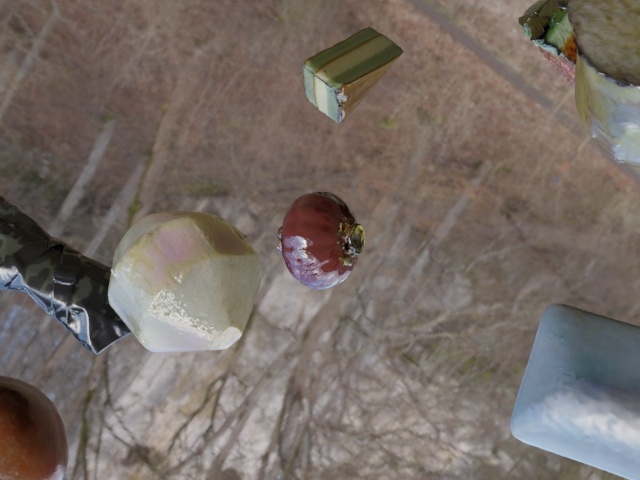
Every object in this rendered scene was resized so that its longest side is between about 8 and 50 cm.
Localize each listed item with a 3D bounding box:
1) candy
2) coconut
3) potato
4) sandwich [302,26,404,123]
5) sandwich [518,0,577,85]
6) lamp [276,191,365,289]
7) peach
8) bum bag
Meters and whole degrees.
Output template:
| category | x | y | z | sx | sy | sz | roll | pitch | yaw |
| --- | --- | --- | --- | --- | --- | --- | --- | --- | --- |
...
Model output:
| category | x | y | z | sx | sy | sz | roll | pitch | yaw |
| --- | --- | --- | --- | --- | --- | --- | --- | --- | --- |
| candy | 0.273 | 0.143 | 0.801 | 0.174 | 0.138 | 0.071 | 16 | 175 | 25 |
| coconut | -0.204 | 0.068 | 1.341 | 0.237 | 0.237 | 0.197 | 45 | -168 | 28 |
| potato | 0.441 | -0.193 | 1.122 | 0.237 | 0.289 | 0.301 | 83 | 177 | -49 |
| sandwich | 0.053 | -0.271 | 1.309 | 0.079 | 0.163 | 0.113 | 40 | 169 | 12 |
| sandwich | 0.450 | -0.339 | 1.378 | 0.212 | 0.292 | 0.109 | 50 | 172 | -26 |
| lamp | 0.000 | 0.000 | 0.894 | 0.090 | 0.101 | 0.101 | -2 | 175 | 28 |
| peach | -0.534 | 0.328 | 1.399 | 0.252 | 0.252 | 0.252 | 34 | -165 | -10 |
| bum bag | -0.449 | 0.056 | 1.443 | 0.340 | 0.144 | 0.095 | 32 | 152 | -1 |
